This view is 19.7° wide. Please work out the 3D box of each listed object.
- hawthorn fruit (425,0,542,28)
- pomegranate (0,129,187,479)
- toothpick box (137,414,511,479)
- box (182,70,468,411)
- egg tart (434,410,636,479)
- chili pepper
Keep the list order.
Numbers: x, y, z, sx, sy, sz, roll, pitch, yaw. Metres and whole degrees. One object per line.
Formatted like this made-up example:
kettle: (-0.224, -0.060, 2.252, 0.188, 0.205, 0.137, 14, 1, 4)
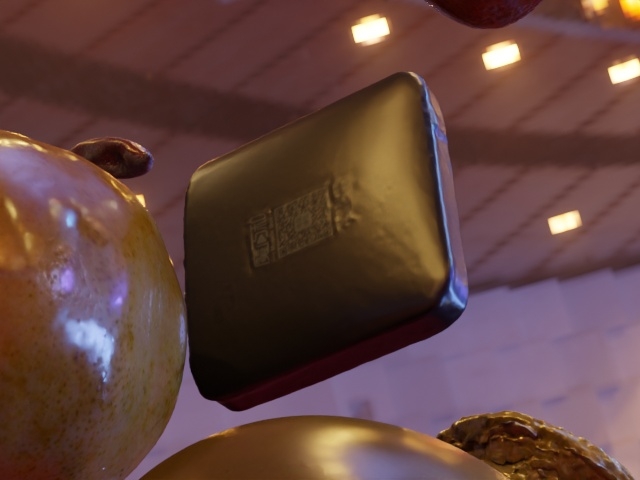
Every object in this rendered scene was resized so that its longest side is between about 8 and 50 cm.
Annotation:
hawthorn fruit: (0.144, -0.272, 1.639, 0.172, 0.173, 0.173, -12, -21, -5)
pomegranate: (-0.322, 0.103, 1.599, 0.416, 0.417, 0.417, -12, -21, -5)
toothpick box: (0.006, 0.328, 1.267, 0.408, 0.409, 0.425, -19, -30, 14)
box: (0.000, 0.000, 1.759, 0.289, 0.290, 0.073, -24, -41, 22)
egg tart: (0.226, 0.324, 1.996, 0.294, 0.294, 0.123, -36, 5, 45)
chili pepper: (-0.224, -0.086, 1.955, 0.153, 0.041, 0.050, -9, -30, 41)
